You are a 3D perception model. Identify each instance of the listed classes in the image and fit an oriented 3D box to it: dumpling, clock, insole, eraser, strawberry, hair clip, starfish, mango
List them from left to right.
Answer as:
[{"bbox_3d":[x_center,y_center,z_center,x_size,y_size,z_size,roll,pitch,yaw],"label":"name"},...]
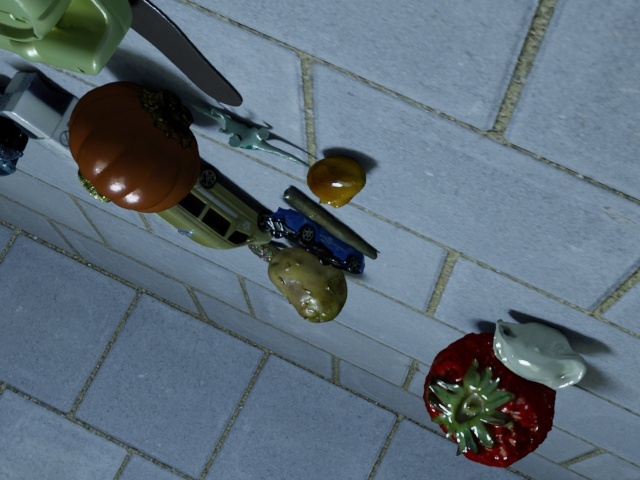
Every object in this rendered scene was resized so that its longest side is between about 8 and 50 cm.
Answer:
[{"bbox_3d":[-0.685,-0.225,2.198,0.206,0.194,0.310,24,166,-16],"label":"hair clip"},{"bbox_3d":[-0.418,-0.355,1.357,0.286,0.117,0.348,20,164,30],"label":"clock"},{"bbox_3d":[-0.416,-0.165,2.076,0.404,0.098,0.096,37,163,-35],"label":"eraser"},{"bbox_3d":[-0.213,-0.275,1.505,0.111,0.007,0.328,15,162,43],"label":"insole"},{"bbox_3d":[-0.119,0.014,2.319,0.209,0.053,0.150,32,178,-34],"label":"starfish"},{"bbox_3d":[0.026,-0.090,1.616,0.077,0.063,0.127,37,158,-17],"label":"mango"},{"bbox_3d":[0.339,0.294,2.112,0.257,0.257,0.277,20,-168,25],"label":"strawberry"},{"bbox_3d":[0.381,0.212,1.924,0.169,0.100,0.134,7,133,16],"label":"dumpling"}]

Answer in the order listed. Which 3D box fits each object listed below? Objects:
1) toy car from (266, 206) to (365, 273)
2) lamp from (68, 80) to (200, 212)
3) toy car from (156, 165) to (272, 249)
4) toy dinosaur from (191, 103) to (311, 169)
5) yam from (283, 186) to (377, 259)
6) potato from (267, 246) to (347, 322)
[{"bbox_3d":[0.000,0.000,1.983,0.216,0.063,0.103,29,169,-36],"label":"toy car"},{"bbox_3d":[-0.288,-0.146,1.715,0.223,0.196,0.223,43,-161,-19],"label":"lamp"},{"bbox_3d":[-0.203,-0.048,2.052,0.256,0.124,0.101,39,163,-36],"label":"toy car"},{"bbox_3d":[-0.108,-0.157,1.683,0.187,0.044,0.106,20,-176,-25],"label":"toy dinosaur"},{"bbox_3d":[0.023,-0.026,1.929,0.234,0.029,0.027,35,-169,-34],"label":"yam"},{"bbox_3d":[-0.020,0.082,2.200,0.176,0.137,0.137,48,167,6],"label":"potato"}]
